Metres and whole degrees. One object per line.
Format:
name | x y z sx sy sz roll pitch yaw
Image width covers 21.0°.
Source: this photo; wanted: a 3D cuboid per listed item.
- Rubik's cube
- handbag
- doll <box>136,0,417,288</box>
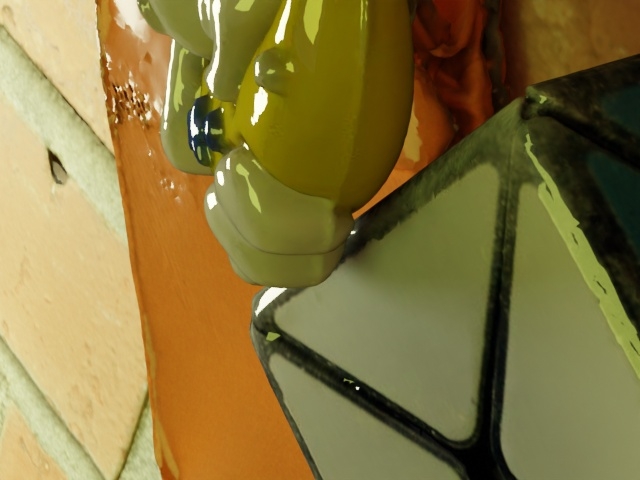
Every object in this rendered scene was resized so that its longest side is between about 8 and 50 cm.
Rubik's cube | 0.158 0.067 0.794 0.255 0.259 0.260 -39 72 52
handbag | 0.000 0.000 1.093 0.303 0.116 0.410 12 114 46
doll | -0.024 -0.113 0.731 0.252 0.111 0.237 99 163 -47
